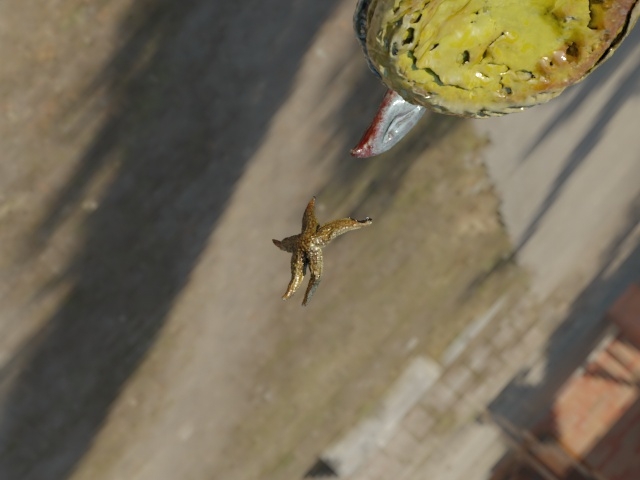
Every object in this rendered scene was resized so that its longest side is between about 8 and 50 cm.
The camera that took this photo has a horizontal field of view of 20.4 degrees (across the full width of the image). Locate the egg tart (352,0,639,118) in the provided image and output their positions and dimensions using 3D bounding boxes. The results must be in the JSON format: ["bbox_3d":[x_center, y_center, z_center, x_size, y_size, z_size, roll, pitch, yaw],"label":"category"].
[{"bbox_3d":[0.133,-0.189,1.301,0.234,0.094,0.234,-12,142,-10],"label":"egg tart"}]

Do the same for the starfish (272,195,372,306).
[{"bbox_3d":[-0.003,-0.004,2.039,0.130,0.133,0.041,-29,145,23],"label":"starfish"}]

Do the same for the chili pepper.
[{"bbox_3d":[0.084,-0.141,1.846,0.153,0.050,0.041,-55,-161,-23],"label":"chili pepper"}]
